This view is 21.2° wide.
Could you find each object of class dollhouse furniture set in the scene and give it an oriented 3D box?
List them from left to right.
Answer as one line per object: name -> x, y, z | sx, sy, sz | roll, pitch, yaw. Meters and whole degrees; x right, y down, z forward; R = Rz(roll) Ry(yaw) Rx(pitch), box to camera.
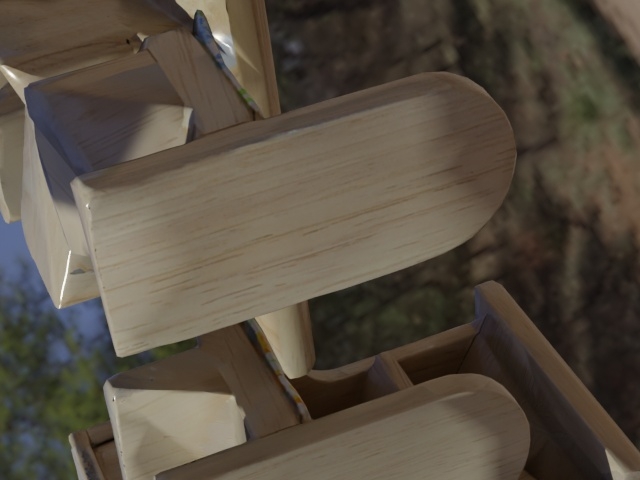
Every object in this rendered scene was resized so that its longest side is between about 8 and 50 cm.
dollhouse furniture set -> 0.000, 0.000, 0.782 | 0.362, 0.256, 0.394 | -126, 22, -51
